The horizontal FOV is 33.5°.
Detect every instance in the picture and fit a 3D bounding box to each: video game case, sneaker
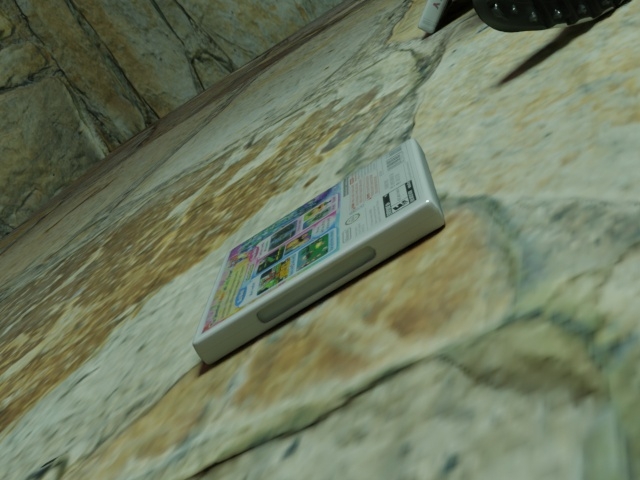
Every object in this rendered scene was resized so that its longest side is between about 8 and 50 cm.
[{"bbox_3d":[0.000,0.000,0.600,0.143,0.019,0.157,-32,14,10],"label":"video game case"},{"bbox_3d":[0.200,-0.212,0.773,0.234,0.078,0.106,-33,9,-13],"label":"sneaker"},{"bbox_3d":[0.170,-0.348,1.243,0.201,0.023,0.183,-59,-8,-63],"label":"video game case"}]
